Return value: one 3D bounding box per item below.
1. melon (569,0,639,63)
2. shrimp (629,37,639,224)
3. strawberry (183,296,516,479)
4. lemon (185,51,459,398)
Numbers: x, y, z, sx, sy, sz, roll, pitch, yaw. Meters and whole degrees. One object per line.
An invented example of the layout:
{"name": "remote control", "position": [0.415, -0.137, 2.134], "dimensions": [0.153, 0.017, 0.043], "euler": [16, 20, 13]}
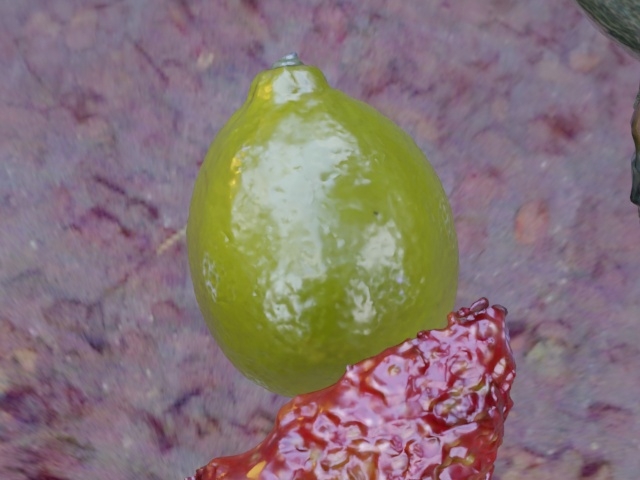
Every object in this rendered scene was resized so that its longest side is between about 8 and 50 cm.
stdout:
{"name": "melon", "position": [0.221, -0.170, 0.602], "dimensions": [0.302, 0.237, 0.237], "euler": [20, 76, -10]}
{"name": "shrimp", "position": [0.189, 0.067, 0.590], "dimensions": [0.085, 0.445, 0.272], "euler": [-23, 73, 11]}
{"name": "strawberry", "position": [0.038, 0.137, 0.738], "dimensions": [0.228, 0.174, 0.098], "euler": [-39, 59, 13]}
{"name": "lemon", "position": [0.000, 0.000, 0.930], "dimensions": [0.184, 0.184, 0.248], "euler": [-17, 111, -9]}
